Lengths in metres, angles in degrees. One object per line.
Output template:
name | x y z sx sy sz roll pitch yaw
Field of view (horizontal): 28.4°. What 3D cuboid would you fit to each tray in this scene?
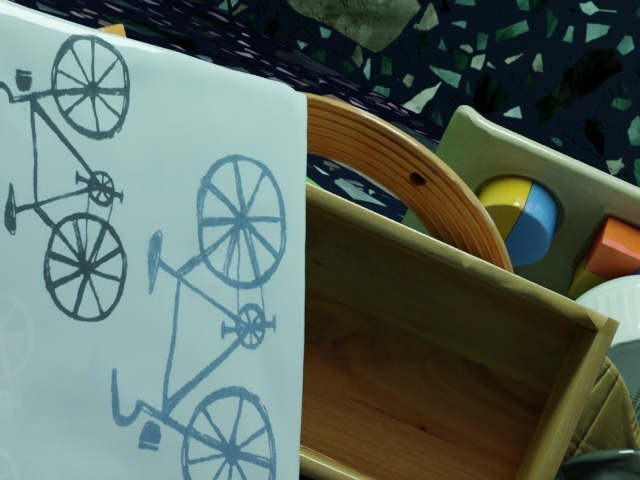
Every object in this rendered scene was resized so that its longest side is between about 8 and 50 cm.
tray | -0.001 0.072 0.982 0.411 0.202 0.076 24 -4 -2

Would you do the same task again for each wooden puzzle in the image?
wooden puzzle | 0.250 0.045 1.413 0.348 0.322 0.080 28 50 5

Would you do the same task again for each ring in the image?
ring | 0.015 0.001 1.114 0.337 0.336 0.032 27 50 10

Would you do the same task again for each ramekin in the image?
ramekin | 0.332 0.148 1.288 0.207 0.207 0.109 25 23 1

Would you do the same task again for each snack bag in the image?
snack bag | -0.129 0.033 0.754 0.037 0.323 0.342 -6 -12 40

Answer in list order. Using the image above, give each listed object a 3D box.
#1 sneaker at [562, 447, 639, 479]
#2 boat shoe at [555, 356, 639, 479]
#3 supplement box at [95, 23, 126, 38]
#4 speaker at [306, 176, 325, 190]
sneaker | 0.279 0.270 0.974 0.286 0.109 0.130 34 50 -29
boat shoe | 0.229 0.174 1.123 0.277 0.098 0.096 53 -15 -22
supplement box | -0.193 -0.082 1.200 0.080 0.233 0.078 -13 11 9
speaker | -0.044 -0.019 1.415 0.131 0.131 0.296 11 20 -43
